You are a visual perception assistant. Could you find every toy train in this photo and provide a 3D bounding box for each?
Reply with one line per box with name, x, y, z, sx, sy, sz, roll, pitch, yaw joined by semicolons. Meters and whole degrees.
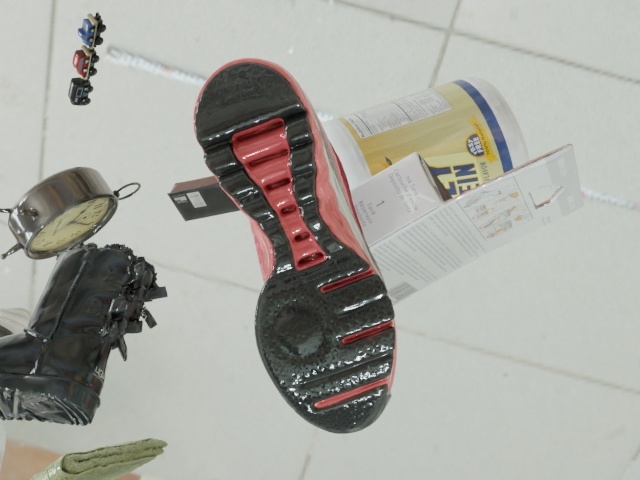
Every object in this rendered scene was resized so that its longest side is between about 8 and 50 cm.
toy train;-0.336;-0.257;1.571;0.036;0.027;0.158;-10;139;-33

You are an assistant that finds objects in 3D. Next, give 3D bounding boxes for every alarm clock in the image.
alarm clock;-0.303;-0.042;1.361;0.064;0.192;0.129;57;138;15

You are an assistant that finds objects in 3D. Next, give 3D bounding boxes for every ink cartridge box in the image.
ink cartridge box;0.136;-0.028;1.140;0.261;0.296;0.066;-29;74;9

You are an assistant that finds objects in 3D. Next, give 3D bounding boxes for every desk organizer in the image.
desk organizer;-0.112;-0.066;1.325;0.130;0.050;0.047;-10;129;26

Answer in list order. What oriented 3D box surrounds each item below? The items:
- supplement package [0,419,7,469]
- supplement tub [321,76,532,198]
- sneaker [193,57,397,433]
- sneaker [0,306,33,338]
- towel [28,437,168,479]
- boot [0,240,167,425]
supplement package;-0.466;0.272;1.350;0.139;0.134;0.244;9;161;-12
supplement tub;0.113;-0.082;1.553;0.316;0.228;0.228;-19;126;-10
sneaker;0.000;-0.001;0.912;0.116;0.136;0.314;-15;95;16
sneaker;-0.394;0.112;1.007;0.292;0.118;0.110;-4;106;0
towel;-0.243;0.241;1.157;0.110;0.148;0.027;-34;73;33
boot;-0.151;0.046;0.597;0.121;0.099;0.045;3;143;21
